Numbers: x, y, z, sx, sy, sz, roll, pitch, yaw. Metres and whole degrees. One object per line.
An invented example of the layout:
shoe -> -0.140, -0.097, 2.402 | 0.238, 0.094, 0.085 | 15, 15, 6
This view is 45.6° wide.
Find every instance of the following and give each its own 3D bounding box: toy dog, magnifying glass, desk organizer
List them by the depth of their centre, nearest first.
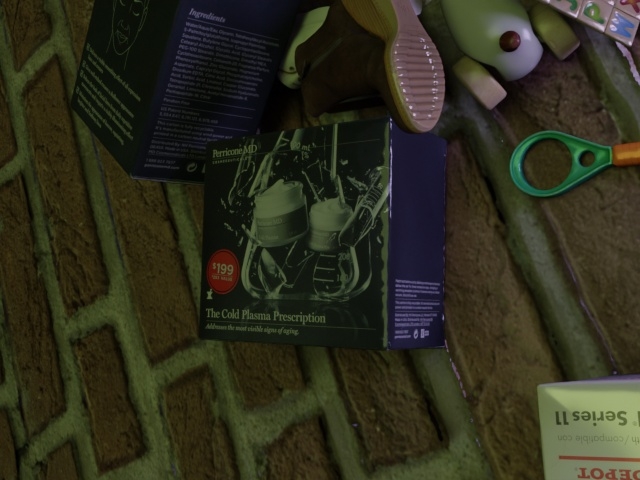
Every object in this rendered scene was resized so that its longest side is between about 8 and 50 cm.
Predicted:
magnifying glass -> 0.362, -0.108, 1.005 | 0.230, 0.026, 0.092 | -4, 82, 34
toy dog -> 0.187, -0.326, 1.015 | 0.333, 0.161, 0.220 | 32, 100, 10
desk organizer -> 0.052, -0.237, 1.222 | 0.130, 0.050, 0.047 | -2, 83, 35

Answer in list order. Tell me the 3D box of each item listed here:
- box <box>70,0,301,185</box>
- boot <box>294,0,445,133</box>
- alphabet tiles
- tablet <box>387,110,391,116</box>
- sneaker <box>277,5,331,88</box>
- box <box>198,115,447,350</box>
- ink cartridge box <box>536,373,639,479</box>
box -> -0.230, -0.333, 1.266 | 0.293, 0.211, 0.396 | 44, 121, 41
boot -> 0.056, -0.212, 1.005 | 0.207, 0.090, 0.249 | -35, 60, 48
alphabet tiles -> 0.345, -0.388, 0.972 | 0.198, 0.009, 0.237 | 25, 76, -6
tablet -> 0.127, -0.166, 1.188 | 0.054, 0.006, 0.083 | -2, 82, 35
sneaker -> 0.001, -0.310, 1.246 | 0.290, 0.105, 0.123 | 8, 95, 45
box -> 0.000, 0.000, 1.148 | 0.343, 0.179, 0.313 | -3, 83, 35
ink cartridge box -> 0.354, 0.195, 0.769 | 0.207, 0.353, 0.119 | -9, 79, 34
